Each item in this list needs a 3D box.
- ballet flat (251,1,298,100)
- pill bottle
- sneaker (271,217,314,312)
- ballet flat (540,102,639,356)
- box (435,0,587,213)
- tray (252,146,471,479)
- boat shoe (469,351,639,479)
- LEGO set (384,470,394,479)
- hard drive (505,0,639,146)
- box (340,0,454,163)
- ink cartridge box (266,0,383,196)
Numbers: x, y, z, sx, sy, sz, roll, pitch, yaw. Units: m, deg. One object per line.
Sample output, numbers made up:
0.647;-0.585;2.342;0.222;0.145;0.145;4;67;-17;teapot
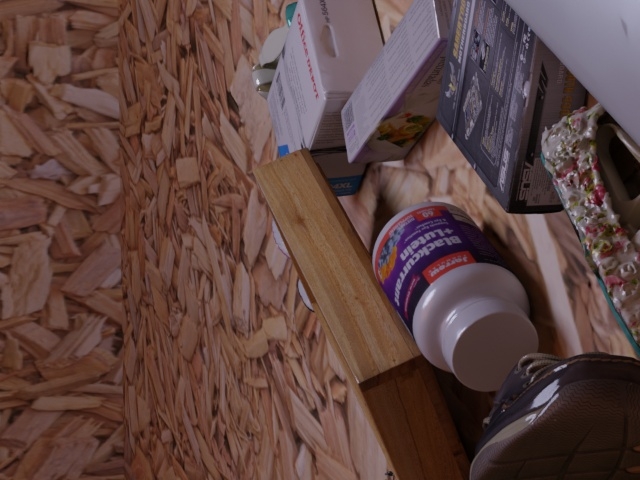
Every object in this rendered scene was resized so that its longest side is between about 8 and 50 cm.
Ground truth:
-0.038;-0.214;2.137;0.247;0.087;0.083;114;148;-60;ballet flat
0.123;0.052;1.581;0.193;0.108;0.108;-121;31;-58;pill bottle
0.000;0.000;2.116;0.178;0.072;0.077;63;141;38;sneaker
0.225;-0.012;1.270;0.077;0.091;0.241;-46;47;28;ballet flat
0.165;-0.164;1.480;0.183;0.056;0.231;-118;30;-56;box
0.043;0.088;1.816;0.411;0.076;0.203;-119;5;-56;tray
0.172;0.145;1.339;0.355;0.132;0.130;106;170;-65;boat shoe
0.075;0.278;1.957;0.083;0.023;0.054;105;156;-49;LEGO set
0.222;-0.183;1.200;0.307;0.040;0.203;56;145;43;hard drive
0.092;-0.160;1.730;0.324;0.063;0.067;126;137;-66;box
0.009;-0.162;1.983;0.203;0.086;0.148;113;149;-56;ink cartridge box
